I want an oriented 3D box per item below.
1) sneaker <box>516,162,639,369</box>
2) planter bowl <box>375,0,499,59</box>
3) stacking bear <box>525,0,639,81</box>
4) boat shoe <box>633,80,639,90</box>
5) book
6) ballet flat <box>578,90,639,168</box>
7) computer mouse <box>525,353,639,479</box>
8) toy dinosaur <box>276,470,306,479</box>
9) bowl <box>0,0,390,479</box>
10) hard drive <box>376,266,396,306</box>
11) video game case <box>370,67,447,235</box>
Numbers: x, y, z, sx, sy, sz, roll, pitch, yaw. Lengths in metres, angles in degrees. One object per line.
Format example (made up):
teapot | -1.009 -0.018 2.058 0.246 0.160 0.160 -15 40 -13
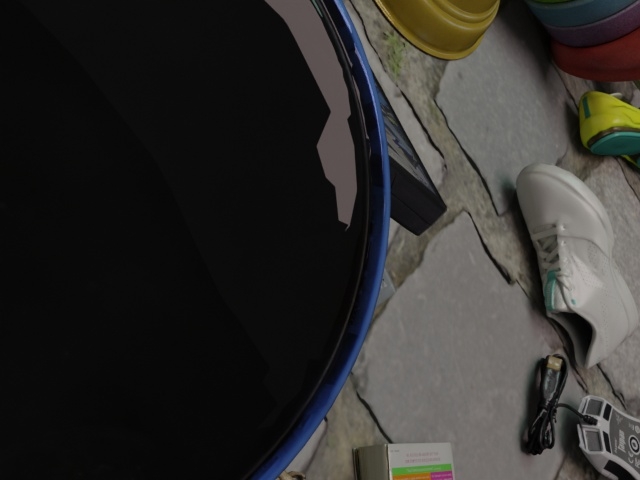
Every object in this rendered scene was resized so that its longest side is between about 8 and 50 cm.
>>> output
sneaker | 0.243 0.028 0.937 0.094 0.080 0.212 -37 104 -33
planter bowl | 0.130 -0.294 0.921 0.217 0.090 0.217 18 63 -40
stacking bear | 0.267 -0.325 0.978 0.289 0.164 0.175 54 51 -34
boat shoe | 0.436 -0.354 1.170 0.156 0.186 0.500 18 53 -44
book | 0.075 0.228 0.723 0.096 0.035 0.144 11 68 -46
ballet flat | 0.381 -0.131 1.132 0.231 0.077 0.077 8 56 -41
computer mouse | 0.268 0.192 0.925 0.193 0.042 0.106 34 49 -25
toy dinosaur | -0.060 0.150 0.615 0.183 0.053 0.093 -5 64 -53
bowl | -0.146 -0.018 0.426 0.391 0.077 0.391 -2 96 -23
hard drive | 0.000 0.000 0.735 0.094 0.022 0.135 -32 99 -46
video game case | -0.045 -0.148 0.643 0.275 0.035 0.248 35 21 -31
